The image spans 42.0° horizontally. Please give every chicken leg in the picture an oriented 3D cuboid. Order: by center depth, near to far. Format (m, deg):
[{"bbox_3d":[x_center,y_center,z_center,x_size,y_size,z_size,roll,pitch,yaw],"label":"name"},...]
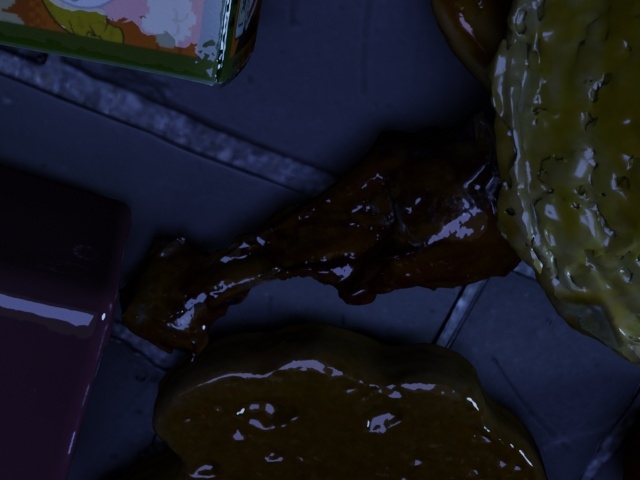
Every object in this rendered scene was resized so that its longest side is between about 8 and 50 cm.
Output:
[{"bbox_3d":[0.000,0.000,0.563,0.305,0.093,0.113,-17,95,15],"label":"chicken leg"}]

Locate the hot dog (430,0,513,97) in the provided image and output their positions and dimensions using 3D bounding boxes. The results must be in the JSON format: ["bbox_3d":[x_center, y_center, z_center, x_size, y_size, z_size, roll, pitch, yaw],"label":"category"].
[{"bbox_3d":[0.164,-0.098,0.525,0.249,0.068,0.100,41,94,-19],"label":"hot dog"}]

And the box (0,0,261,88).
[{"bbox_3d":[-0.091,-0.200,0.417,0.148,0.177,0.194,10,113,-6],"label":"box"}]

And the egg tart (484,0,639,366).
[{"bbox_3d":[0.254,-0.079,0.450,0.346,0.132,0.345,-2,97,-16],"label":"egg tart"}]

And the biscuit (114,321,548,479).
[{"bbox_3d":[-0.006,0.229,0.661,0.381,0.074,0.358,0,112,2],"label":"biscuit"}]

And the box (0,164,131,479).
[{"bbox_3d":[-0.233,0.089,0.538,0.168,0.193,0.293,15,112,-13],"label":"box"}]

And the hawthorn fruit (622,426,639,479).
[{"bbox_3d":[0.290,0.191,0.623,0.125,0.125,0.140,2,111,-2],"label":"hawthorn fruit"}]
